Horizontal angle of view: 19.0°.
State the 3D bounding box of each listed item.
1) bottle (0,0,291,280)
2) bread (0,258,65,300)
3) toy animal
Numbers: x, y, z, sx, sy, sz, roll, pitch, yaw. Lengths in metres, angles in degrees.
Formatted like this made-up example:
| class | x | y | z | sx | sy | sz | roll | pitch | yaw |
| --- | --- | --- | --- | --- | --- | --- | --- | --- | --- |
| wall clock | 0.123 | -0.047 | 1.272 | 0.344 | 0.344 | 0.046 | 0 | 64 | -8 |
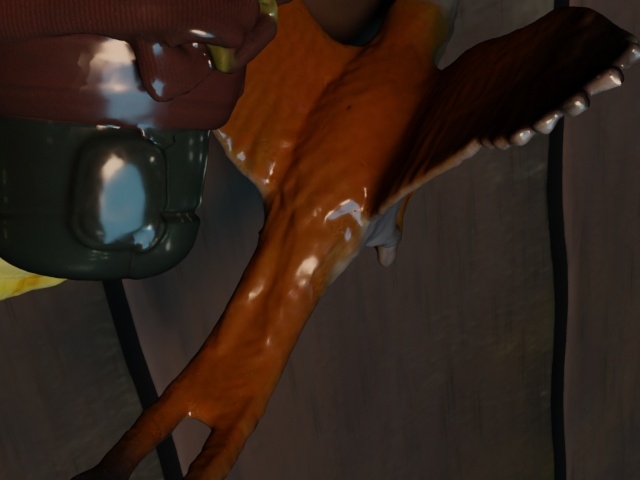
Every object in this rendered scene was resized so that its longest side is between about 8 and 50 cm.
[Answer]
| class | x | y | z | sx | sy | sz | roll | pitch | yaw |
| --- | --- | --- | --- | --- | --- | --- | --- | --- | --- |
| bottle | -0.075 | -0.120 | 0.705 | 0.143 | 0.156 | 0.271 | -2 | 99 | -22 |
| bread | -0.246 | -0.014 | 0.742 | 0.163 | 0.167 | 0.264 | -44 | 144 | 13 |
| toy animal | 0.006 | -0.001 | 0.897 | 0.284 | 0.225 | 0.302 | -67 | 168 | 1 |
